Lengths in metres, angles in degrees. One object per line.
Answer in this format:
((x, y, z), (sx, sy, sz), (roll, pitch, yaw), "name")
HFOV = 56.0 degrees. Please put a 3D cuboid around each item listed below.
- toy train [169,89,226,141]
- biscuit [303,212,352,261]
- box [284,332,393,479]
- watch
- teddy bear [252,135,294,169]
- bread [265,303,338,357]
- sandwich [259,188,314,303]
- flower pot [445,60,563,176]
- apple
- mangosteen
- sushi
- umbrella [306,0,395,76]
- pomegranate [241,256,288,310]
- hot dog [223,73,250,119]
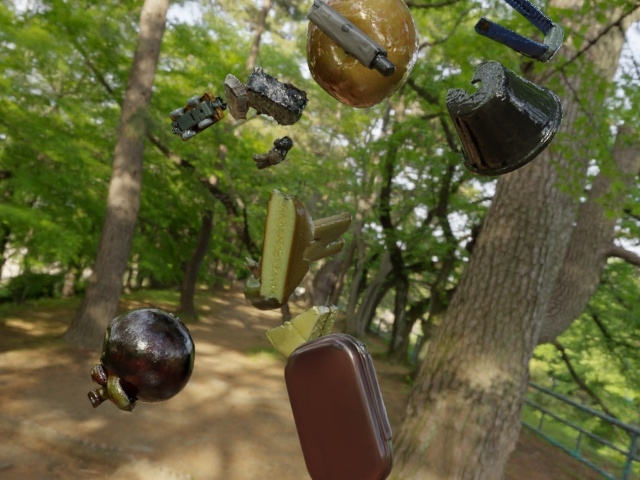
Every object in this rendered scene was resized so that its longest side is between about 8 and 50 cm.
((-0.348, -0.363, 1.740), (0.219, 0.089, 0.127), (-21, 12, 38), "toy train")
((0.000, 0.000, 2.587), (0.291, 0.236, 0.062), (-16, 50, -34), "biscuit")
((0.046, 0.451, 1.582), (0.263, 0.403, 0.108), (-20, -14, 27), "box")
((0.618, -0.683, 1.859), (0.275, 0.276, 0.068), (23, -33, -3), "watch")
((-0.159, -0.308, 2.151), (0.078, 0.160, 0.119), (48, -8, 24), "teddy bear")
((-0.062, 0.328, 2.368), (0.198, 0.236, 0.263), (32, 5, 19), "bread")
((-0.071, 0.012, 1.323), (0.090, 0.244, 0.088), (16, 12, 31), "sandwich")
((0.580, -0.427, 2.005), (0.251, 0.379, 0.379), (39, -18, -35), "flower pot")
((0.131, -0.632, 1.971), (0.392, 0.391, 0.346), (14, 18, 12), "apple")
((-0.415, 0.280, 1.377), (0.228, 0.265, 0.228), (38, -23, 19), "mangosteen")
((-0.148, -0.459, 1.956), (0.213, 0.114, 0.147), (25, -24, 7), "sushi")
((0.084, -0.559, 1.669), (0.067, 0.073, 0.337), (-18, 55, -42), "umbrella")
((-0.182, 0.132, 1.923), (0.152, 0.191, 0.131), (-12, 22, 33), "pomegranate")
((-0.249, -0.424, 1.782), (0.099, 0.053, 0.192), (45, -18, 10), "hot dog")
